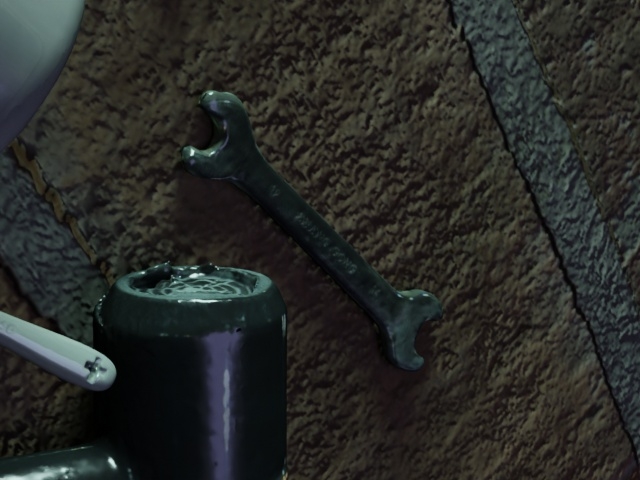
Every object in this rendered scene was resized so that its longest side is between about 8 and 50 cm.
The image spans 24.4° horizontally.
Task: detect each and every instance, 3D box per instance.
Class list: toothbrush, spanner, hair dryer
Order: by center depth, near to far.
[{"bbox_3d":[-0.207,0.010,0.659,0.263,0.026,0.022,28,70,-24],"label":"toothbrush"},{"bbox_3d":[-0.172,0.119,0.724,0.352,0.107,0.189,-5,102,-34],"label":"hair dryer"},{"bbox_3d":[0.000,0.000,0.885,0.054,0.015,0.254,-55,129,-13],"label":"spanner"}]

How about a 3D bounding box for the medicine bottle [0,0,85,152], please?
[{"bbox_3d":[-0.235,-0.144,0.554,0.288,0.157,0.157,44,72,-38],"label":"medicine bottle"}]
